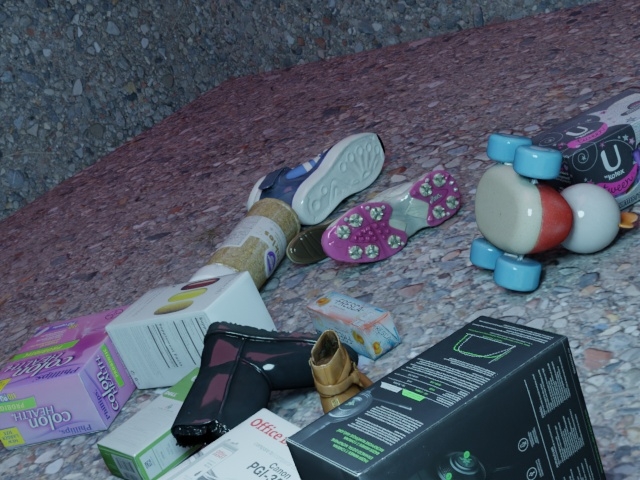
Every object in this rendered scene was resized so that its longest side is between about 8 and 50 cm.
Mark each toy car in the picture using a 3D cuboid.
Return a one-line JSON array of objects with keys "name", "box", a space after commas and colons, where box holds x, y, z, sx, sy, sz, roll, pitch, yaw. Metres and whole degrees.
[{"name": "toy car", "box": [0.386, -0.043, 1.668, 0.238, 0.219, 0.210, 4, 14, -14]}]

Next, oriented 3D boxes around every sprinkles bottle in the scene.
[{"name": "sprinkles bottle", "box": [-0.148, 0.039, 2.037, 0.121, 0.121, 0.355, -13, 22, 24]}]

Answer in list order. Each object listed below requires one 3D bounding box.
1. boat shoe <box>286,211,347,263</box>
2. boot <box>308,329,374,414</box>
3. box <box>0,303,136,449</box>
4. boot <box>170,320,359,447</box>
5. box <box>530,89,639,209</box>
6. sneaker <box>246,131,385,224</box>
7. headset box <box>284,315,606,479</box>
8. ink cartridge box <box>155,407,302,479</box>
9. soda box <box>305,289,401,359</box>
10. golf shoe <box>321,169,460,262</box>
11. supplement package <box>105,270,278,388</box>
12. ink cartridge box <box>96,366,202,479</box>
[{"name": "boat shoe", "box": [0.000, 0.000, 2.087, 0.190, 0.068, 0.072, -24, 6, -34]}, {"name": "boot", "box": [0.032, 0.187, 1.432, 0.073, 0.152, 0.197, -21, 20, 5]}, {"name": "box", "box": [-0.441, 0.238, 1.844, 0.213, 0.117, 0.243, -14, 22, 21]}, {"name": "boot", "box": [-0.079, 0.233, 1.525, 0.246, 0.094, 0.207, 10, 50, 3]}, {"name": "box", "box": [0.504, -0.149, 1.814, 0.247, 0.142, 0.163, -28, 20, -13]}, {"name": "sneaker", "box": [-0.029, -0.146, 2.369, 0.236, 0.130, 0.323, 5, 39, 44]}, {"name": "headset box", "box": [0.130, 0.251, 1.014, 0.283, 0.246, 0.131, -29, 20, -26]}, {"name": "ink cartridge box", "box": [-0.111, 0.342, 1.241, 0.283, 0.117, 0.207, -32, 22, -24]}, {"name": "soda box", "box": [0.051, 0.134, 1.677, 0.058, 0.063, 0.183, -30, 22, -22]}, {"name": "golf shoe", "box": [0.123, -0.037, 2.002, 0.306, 0.115, 0.140, -24, 9, -24]}, {"name": "supplement package", "box": [-0.219, 0.155, 1.777, 0.244, 0.134, 0.139, -12, 21, 37]}, {"name": "ink cartridge box", "box": [-0.224, 0.282, 1.588, 0.209, 0.062, 0.109, -36, 24, -35]}]
